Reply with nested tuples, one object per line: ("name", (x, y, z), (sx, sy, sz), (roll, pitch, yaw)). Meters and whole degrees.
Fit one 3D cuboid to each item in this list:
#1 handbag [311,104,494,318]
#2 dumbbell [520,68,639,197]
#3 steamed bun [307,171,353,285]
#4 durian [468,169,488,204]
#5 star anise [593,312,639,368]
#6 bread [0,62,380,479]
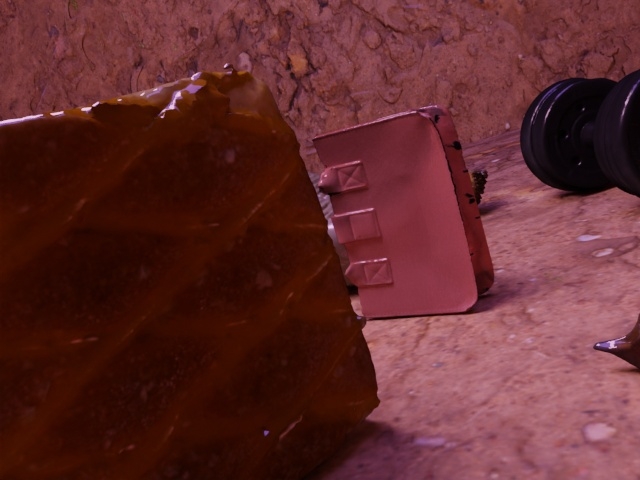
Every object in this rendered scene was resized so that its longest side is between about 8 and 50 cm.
("handbag", (0.085, -0.026, 0.705), (0.157, 0.212, 0.059), (-10, 12, 34))
("dumbbell", (0.427, -0.152, 0.940), (0.185, 0.185, 0.388), (-18, 11, -6))
("steamed bun", (-0.001, 0.001, 0.928), (0.218, 0.144, 0.211), (15, 23, 16))
("durian", (0.209, -0.076, 1.152), (0.149, 0.091, 0.188), (-6, 4, -11))
("star anise", (0.324, 0.060, 0.422), (0.228, 0.218, 0.148), (22, -25, 0))
("bread", (-0.137, 0.051, 0.456), (0.279, 0.278, 0.207), (-23, 12, -33))
